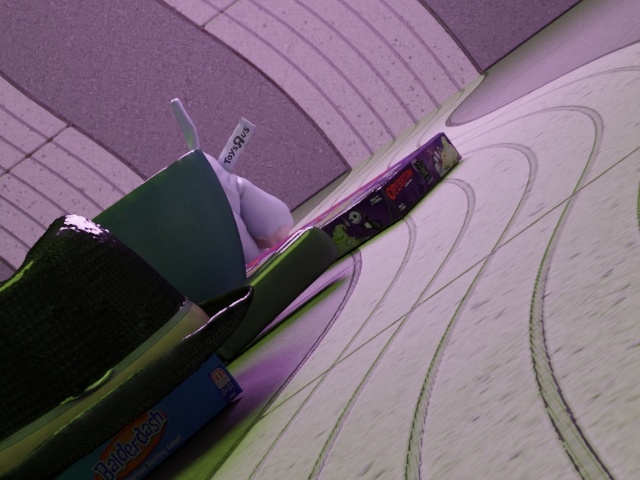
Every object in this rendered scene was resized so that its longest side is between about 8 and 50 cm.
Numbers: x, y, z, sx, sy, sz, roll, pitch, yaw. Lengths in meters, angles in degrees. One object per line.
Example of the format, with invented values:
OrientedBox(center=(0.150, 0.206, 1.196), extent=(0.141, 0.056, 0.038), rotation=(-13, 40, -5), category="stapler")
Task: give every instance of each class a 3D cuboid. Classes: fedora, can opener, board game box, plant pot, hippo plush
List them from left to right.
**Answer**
OrientedBox(center=(-0.210, 0.076, 1.090), extent=(0.334, 0.152, 0.334), rotation=(-34, 6, 4), category="fedora")
OrientedBox(center=(-0.179, 0.179, 1.087), extent=(0.210, 0.047, 0.160), rotation=(-40, 6, -38), category="board game box")
OrientedBox(center=(-0.193, 0.061, 1.511), extent=(0.290, 0.195, 0.290), rotation=(-36, 3, 2), category="plant pot")
OrientedBox(center=(-0.112, 0.074, 1.374), extent=(0.283, 0.095, 0.076), rotation=(-44, 6, -13), category="can opener")
OrientedBox(center=(-0.141, 0.005, 1.946), extent=(0.236, 0.234, 0.294), rotation=(-105, 35, -56), category="hippo plush")
OrientedBox(center=(0.000, 0.000, 1.682), extent=(0.347, 0.056, 0.208), rotation=(-34, 0, 33), category="board game box")
